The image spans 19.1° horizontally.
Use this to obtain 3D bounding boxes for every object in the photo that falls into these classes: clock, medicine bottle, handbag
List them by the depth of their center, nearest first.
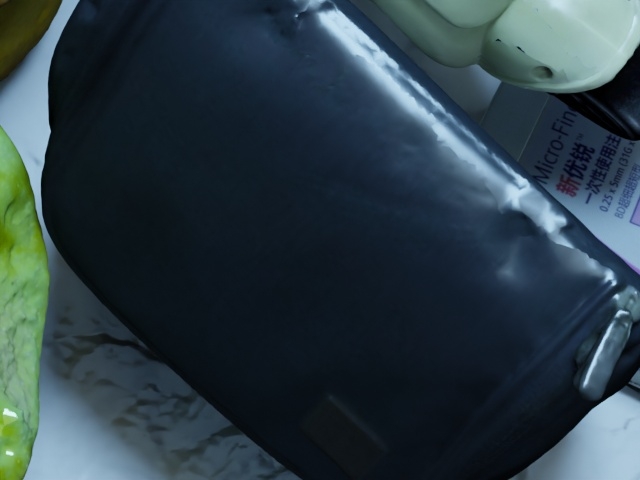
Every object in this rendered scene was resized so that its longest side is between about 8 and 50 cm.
[{"bbox_3d":[-0.002,0.002,0.879,0.302,0.275,0.178,44,93,3],"label":"handbag"},{"bbox_3d":[0.011,-0.192,1.000,0.379,0.276,0.120,34,91,27],"label":"clock"},{"bbox_3d":[0.162,-0.023,1.079,0.171,0.052,0.201,26,56,4],"label":"medicine bottle"}]

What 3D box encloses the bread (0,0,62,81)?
[{"bbox_3d":[-0.283,-0.145,0.963,0.340,0.194,0.179,8,64,-7],"label":"bread"}]

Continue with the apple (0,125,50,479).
[{"bbox_3d":[-0.228,0.026,0.830,0.246,0.246,0.226,21,74,-1],"label":"apple"}]
